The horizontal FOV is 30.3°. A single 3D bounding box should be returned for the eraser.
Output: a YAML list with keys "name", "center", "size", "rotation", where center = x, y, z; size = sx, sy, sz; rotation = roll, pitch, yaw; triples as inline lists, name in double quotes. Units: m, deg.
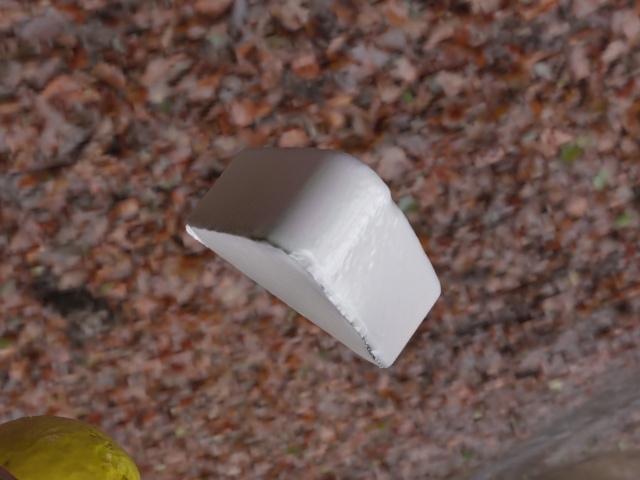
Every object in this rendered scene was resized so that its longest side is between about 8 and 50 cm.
- name: "eraser"
  center: [0.000, 0.000, 1.455]
  size: [0.150, 0.331, 0.331]
  rotation: [-53, 159, -11]

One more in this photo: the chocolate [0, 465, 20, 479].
- name: "chocolate"
  center: [-0.253, 0.258, 0.601]
  size: [0.360, 0.341, 0.161]
  rotation: [-61, 146, -6]

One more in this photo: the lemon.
- name: "lemon"
  center: [-0.323, 0.315, 1.351]
  size: [0.263, 0.236, 0.236]
  rotation: [14, -178, 43]
